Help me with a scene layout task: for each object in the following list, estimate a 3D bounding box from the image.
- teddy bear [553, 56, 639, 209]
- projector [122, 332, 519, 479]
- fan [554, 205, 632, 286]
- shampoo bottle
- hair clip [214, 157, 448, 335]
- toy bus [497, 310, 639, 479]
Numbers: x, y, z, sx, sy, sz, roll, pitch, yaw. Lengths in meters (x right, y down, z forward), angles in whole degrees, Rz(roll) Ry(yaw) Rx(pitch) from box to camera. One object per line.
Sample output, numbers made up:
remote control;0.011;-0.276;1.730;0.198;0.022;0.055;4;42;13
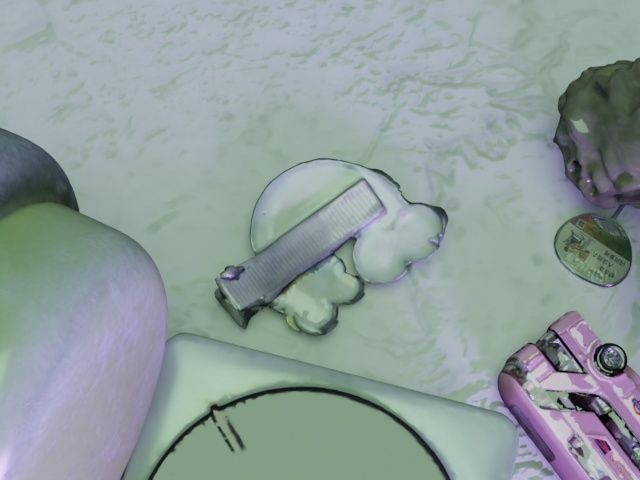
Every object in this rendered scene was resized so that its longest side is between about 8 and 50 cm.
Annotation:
teddy bear;0.398;-0.024;1.131;0.368;0.224;0.357;-13;64;-28
projector;-0.015;0.217;1.084;0.257;0.079;0.259;15;75;0
fan;0.206;-0.005;1.196;0.060;0.003;0.080;6;75;-3
shampoo bottle;-0.279;0.072;0.982;0.317;0.322;0.322;20;75;12
hair clip;0.000;0.000;1.160;0.172;0.049;0.116;-36;85;-14
toy bus;0.212;0.150;1.126;0.090;0.063;0.203;-35;81;-11
